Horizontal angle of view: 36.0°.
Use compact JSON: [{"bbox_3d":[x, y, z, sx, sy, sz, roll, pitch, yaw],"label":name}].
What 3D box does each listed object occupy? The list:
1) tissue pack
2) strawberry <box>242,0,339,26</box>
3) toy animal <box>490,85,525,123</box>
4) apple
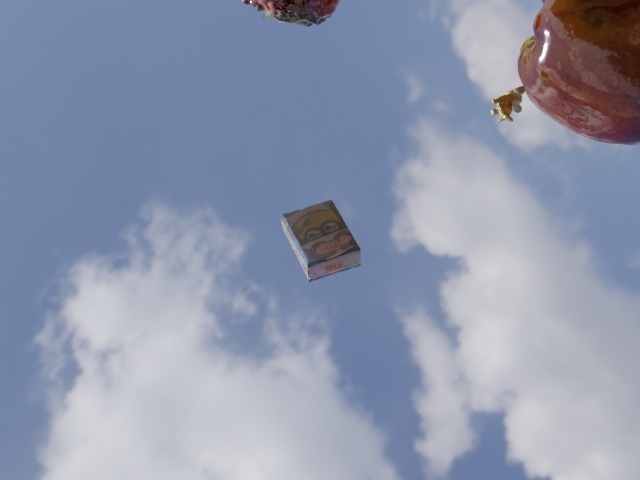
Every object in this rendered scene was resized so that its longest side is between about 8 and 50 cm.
[{"bbox_3d":[0.000,0.000,1.947,0.115,0.065,0.155,-18,-131,-11],"label":"tissue pack"},{"bbox_3d":[-0.050,-0.695,2.371,0.267,0.351,0.312,26,-176,16],"label":"strawberry"},{"bbox_3d":[0.401,-0.285,2.069,0.083,0.060,0.081,-22,-141,-20],"label":"toy animal"},{"bbox_3d":[0.560,-0.347,1.843,0.365,0.328,0.295,10,-174,-5],"label":"apple"}]
